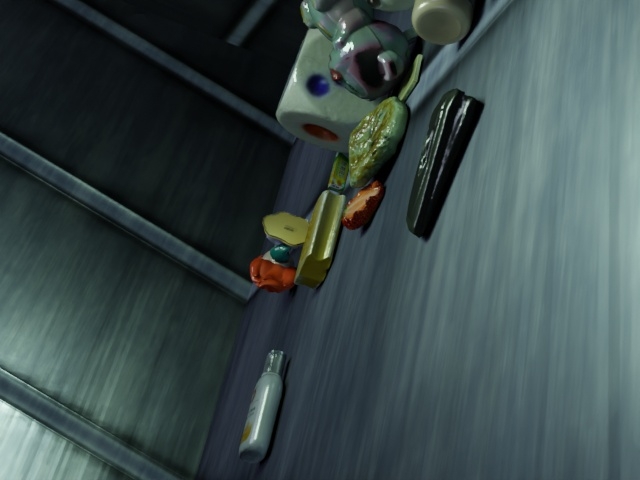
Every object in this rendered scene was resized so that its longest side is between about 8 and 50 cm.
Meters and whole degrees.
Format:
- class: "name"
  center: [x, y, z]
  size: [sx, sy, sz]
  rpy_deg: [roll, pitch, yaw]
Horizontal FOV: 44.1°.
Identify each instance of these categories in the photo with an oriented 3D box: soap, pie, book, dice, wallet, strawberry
- class: "soap"
  center: [0.000, 0.000, 2.073]
  size: [0.140, 0.073, 0.232]
  rpy_deg: [120, 166, -68]
- class: "pie"
  center: [0.120, -0.223, 1.793]
  size: [0.240, 0.054, 0.240]
  rpy_deg: [-53, 20, 28]
- class: "book"
  center: [0.204, -0.363, 1.807]
  size: [0.111, 0.014, 0.077]
  rpy_deg: [123, 163, -59]
- class: "dice"
  center: [0.037, -0.397, 2.109]
  size: [0.243, 0.259, 0.251]
  rpy_deg: [151, 138, -74]
- class: "wallet"
  center: [0.188, -0.133, 1.324]
  size: [0.168, 0.052, 0.245]
  rpy_deg: [-100, 28, -79]
- class: "strawberry"
  center: [0.097, -0.076, 1.750]
  size: [0.152, 0.048, 0.104]
  rpy_deg: [-32, 30, 50]

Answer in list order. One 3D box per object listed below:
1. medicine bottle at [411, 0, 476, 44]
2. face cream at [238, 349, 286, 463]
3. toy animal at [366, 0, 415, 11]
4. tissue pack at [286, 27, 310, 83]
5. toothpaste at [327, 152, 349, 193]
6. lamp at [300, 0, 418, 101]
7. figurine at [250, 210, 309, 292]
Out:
- class: "medicine bottle"
  center: [0.249, -0.501, 1.514]
  size: [0.114, 0.114, 0.252]
  rpy_deg: [125, 162, -60]
- class: "face cream"
  center: [-0.143, 0.421, 2.040]
  size: [0.144, 0.071, 0.291]
  rpy_deg: [123, 164, -56]
- class: "toy animal"
  center: [0.178, -0.601, 1.692]
  size: [0.212, 0.213, 0.267]
  rpy_deg: [-67, -12, 24]
- class: "tissue pack"
  center: [0.048, -0.517, 2.351]
  size: [0.332, 0.245, 0.123]
  rpy_deg: [127, 145, -63]
- class: "toothpaste"
  center: [0.060, -0.218, 2.271]
  size: [0.037, 0.043, 0.178]
  rpy_deg: [124, 163, -57]
- class: "lamp"
  center: [0.108, -0.493, 1.889]
  size: [0.247, 0.301, 0.247]
  rpy_deg: [-29, 0, -15]
- class: "figurine"
  center: [-0.135, 0.062, 2.458]
  size: [0.208, 0.181, 0.257]
  rpy_deg: [58, 143, 41]
